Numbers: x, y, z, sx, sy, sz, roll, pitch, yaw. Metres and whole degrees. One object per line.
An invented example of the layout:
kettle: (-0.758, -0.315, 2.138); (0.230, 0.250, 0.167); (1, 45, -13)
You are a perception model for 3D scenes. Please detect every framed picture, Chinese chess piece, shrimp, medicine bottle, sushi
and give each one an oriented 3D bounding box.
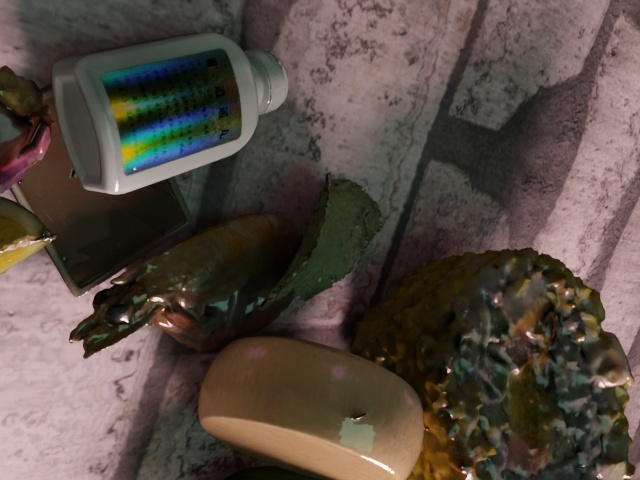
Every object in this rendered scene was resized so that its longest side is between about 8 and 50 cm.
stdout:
framed picture: (-0.220, -0.059, 0.698); (0.150, 0.015, 0.203); (-36, 130, -24)
Chinese chess piece: (-0.010, 0.207, 0.843); (0.273, 0.273, 0.102); (47, 52, -44)
shrimp: (-0.132, 0.068, 0.796); (0.317, 0.077, 0.168); (-23, 125, -39)
medicine bottle: (-0.129, -0.132, 0.679); (0.229, 0.083, 0.121); (-27, 116, -41)
sushi: (0.247, 0.207, 1.011); (0.351, 0.240, 0.396); (-16, 90, -27)

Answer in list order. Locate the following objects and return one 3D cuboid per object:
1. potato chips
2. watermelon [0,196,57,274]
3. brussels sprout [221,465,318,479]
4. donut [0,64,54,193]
potato chips: (0.008, 0.001, 0.859); (0.228, 0.059, 0.167); (-11, 115, -66)
watermelon: (-0.359, 0.044, 0.543); (0.301, 0.129, 0.123); (-29, 121, -32)
brussels sprout: (-0.052, 0.407, 0.929); (0.271, 0.219, 0.210); (-13, 121, -5)
donut: (-0.360, -0.130, 0.452); (0.259, 0.136, 0.345); (-43, 131, -18)
